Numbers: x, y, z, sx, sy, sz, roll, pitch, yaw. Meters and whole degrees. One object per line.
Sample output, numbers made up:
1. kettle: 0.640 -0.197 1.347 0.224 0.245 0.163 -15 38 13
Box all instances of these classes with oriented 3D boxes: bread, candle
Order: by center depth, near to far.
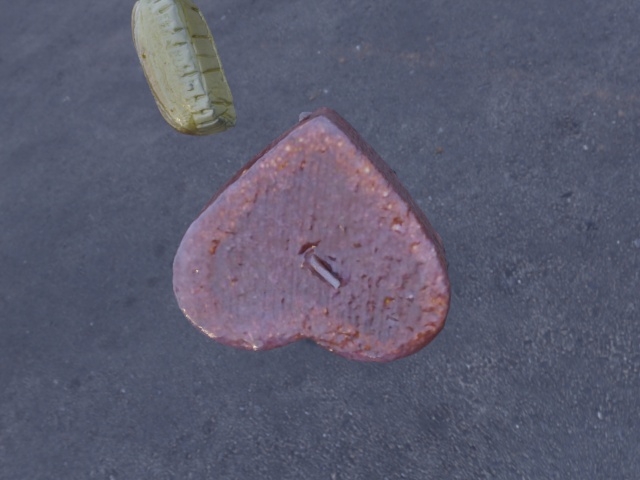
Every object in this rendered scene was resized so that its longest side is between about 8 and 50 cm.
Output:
1. candle: 0.000 0.000 0.678 0.317 0.287 0.131 8 18 1
2. bread: -0.229 -0.285 0.994 0.106 0.140 0.236 -18 93 14
